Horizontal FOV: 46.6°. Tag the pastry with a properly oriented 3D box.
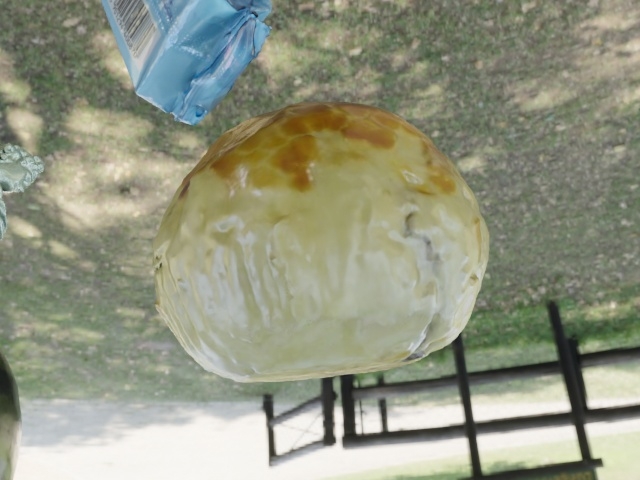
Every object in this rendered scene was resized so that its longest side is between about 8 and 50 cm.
[{"bbox_3d":[0.000,0.000,0.856,0.389,0.312,0.388,-10,167,-2],"label":"pastry"}]

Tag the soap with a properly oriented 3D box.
[{"bbox_3d":[-0.147,-0.261,0.702,0.077,0.293,0.156,-3,153,-45],"label":"soap"}]

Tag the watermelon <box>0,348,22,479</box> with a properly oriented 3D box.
[{"bbox_3d":[-0.268,0.109,0.396,0.212,0.212,0.212,-3,151,-1],"label":"watermelon"}]

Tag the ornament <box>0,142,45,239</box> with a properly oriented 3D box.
[{"bbox_3d":[-0.198,-0.033,0.431,0.041,0.092,0.068,-16,131,7],"label":"ornament"}]
